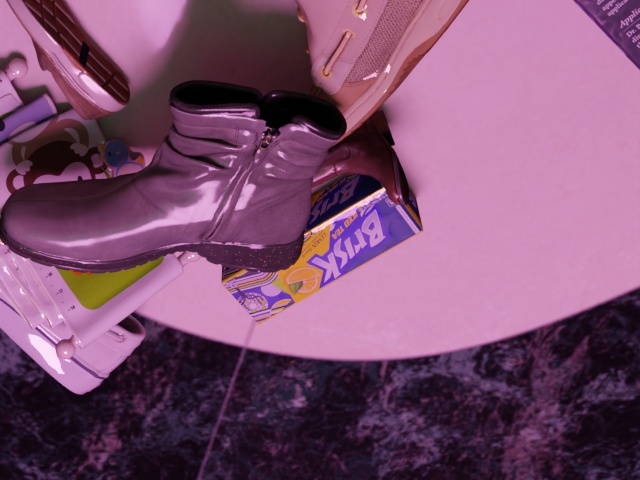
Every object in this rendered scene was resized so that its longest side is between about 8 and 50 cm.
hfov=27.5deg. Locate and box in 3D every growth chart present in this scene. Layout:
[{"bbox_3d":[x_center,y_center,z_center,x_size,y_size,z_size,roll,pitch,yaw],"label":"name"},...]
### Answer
[{"bbox_3d":[-0.215,-0.027,1.044,0.172,0.021,0.237,-47,111,-18],"label":"growth chart"}]

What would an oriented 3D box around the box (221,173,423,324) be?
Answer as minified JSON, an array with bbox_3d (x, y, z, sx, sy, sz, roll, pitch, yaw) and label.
[{"bbox_3d":[0.000,0.000,1.107,0.169,0.054,0.059,-31,120,15],"label":"box"}]

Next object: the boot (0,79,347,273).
[{"bbox_3d":[-0.113,-0.057,0.974,0.247,0.083,0.161,1,137,-13],"label":"boot"}]

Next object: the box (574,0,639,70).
[{"bbox_3d":[0.217,-0.218,0.919,0.207,0.153,0.108,39,114,-24],"label":"box"}]

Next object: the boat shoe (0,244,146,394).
[{"bbox_3d":[-0.252,0.018,1.083,0.088,0.096,0.267,-39,113,4],"label":"boat shoe"}]

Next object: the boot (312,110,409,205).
[{"bbox_3d":[0.009,-0.049,1.047,0.114,0.106,0.037,-19,133,5],"label":"boot"}]

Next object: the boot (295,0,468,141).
[{"bbox_3d":[-0.012,-0.190,0.951,0.203,0.095,0.262,35,143,-6],"label":"boot"}]

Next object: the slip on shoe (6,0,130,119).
[{"bbox_3d":[-0.203,-0.147,1.005,0.041,0.051,0.135,-23,128,25],"label":"slip on shoe"}]
